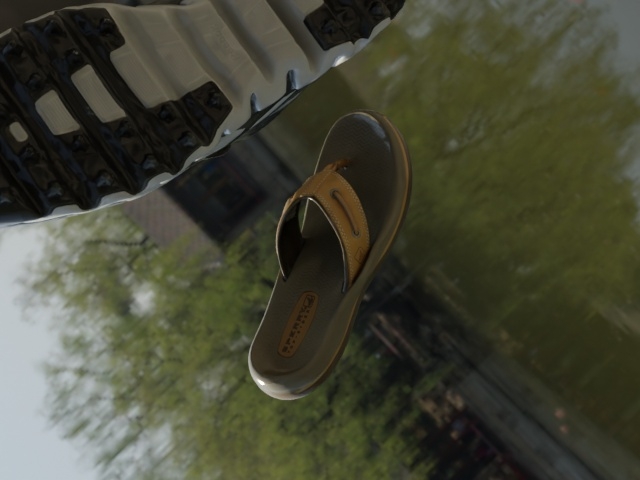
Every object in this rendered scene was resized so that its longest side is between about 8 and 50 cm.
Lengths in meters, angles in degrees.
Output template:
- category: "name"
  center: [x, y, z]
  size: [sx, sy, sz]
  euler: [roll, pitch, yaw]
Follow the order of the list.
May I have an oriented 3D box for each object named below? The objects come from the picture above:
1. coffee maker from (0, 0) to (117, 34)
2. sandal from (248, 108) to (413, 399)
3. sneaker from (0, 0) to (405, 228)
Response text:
- category: "coffee maker"
  center: [-0.187, -0.112, 0.562]
  size: [0.120, 0.171, 0.178]
  euler: [68, -155, -16]
- category: "sandal"
  center: [0.000, 0.000, 0.589]
  size: [0.072, 0.180, 0.049]
  euler: [6, 157, 41]
- category: "sneaker"
  center: [-0.067, -0.061, 0.443]
  size: [0.078, 0.234, 0.106]
  euler: [55, 151, 1]
